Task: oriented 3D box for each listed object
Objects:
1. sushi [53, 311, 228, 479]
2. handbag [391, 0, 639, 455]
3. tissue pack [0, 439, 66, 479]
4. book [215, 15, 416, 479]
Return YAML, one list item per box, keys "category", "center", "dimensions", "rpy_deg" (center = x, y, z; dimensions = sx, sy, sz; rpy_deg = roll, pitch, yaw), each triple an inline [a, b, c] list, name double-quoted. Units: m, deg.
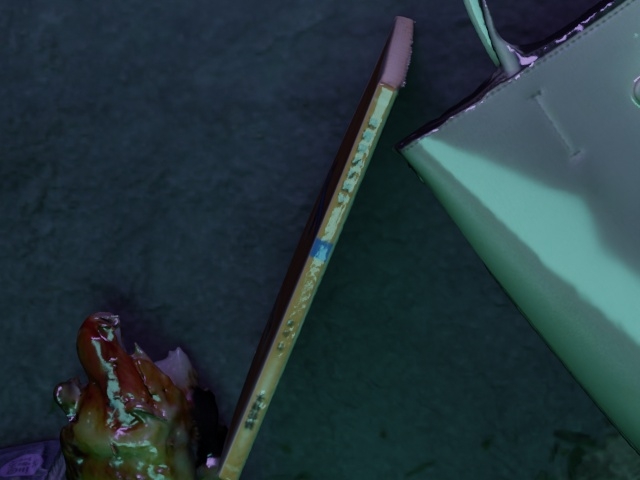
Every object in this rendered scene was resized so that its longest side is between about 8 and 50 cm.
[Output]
- category: "sushi"
  center: [-0.103, 0.147, 0.967]
  dimensions: [0.097, 0.103, 0.226]
  rpy_deg: [3, 117, 33]
- category: "handbag"
  center: [0.178, -0.047, 0.746]
  dimensions: [0.241, 0.109, 0.315]
  rpy_deg: [-34, 102, 4]
- category: "tissue pack"
  center: [-0.240, 0.183, 0.981]
  dimensions: [0.156, 0.112, 0.051]
  rpy_deg: [-14, 108, 10]
- category: "book"
  center: [-0.001, 0.000, 0.859]
  dimensions: [0.018, 0.170, 0.241]
  rpy_deg: [22, 110, -2]
